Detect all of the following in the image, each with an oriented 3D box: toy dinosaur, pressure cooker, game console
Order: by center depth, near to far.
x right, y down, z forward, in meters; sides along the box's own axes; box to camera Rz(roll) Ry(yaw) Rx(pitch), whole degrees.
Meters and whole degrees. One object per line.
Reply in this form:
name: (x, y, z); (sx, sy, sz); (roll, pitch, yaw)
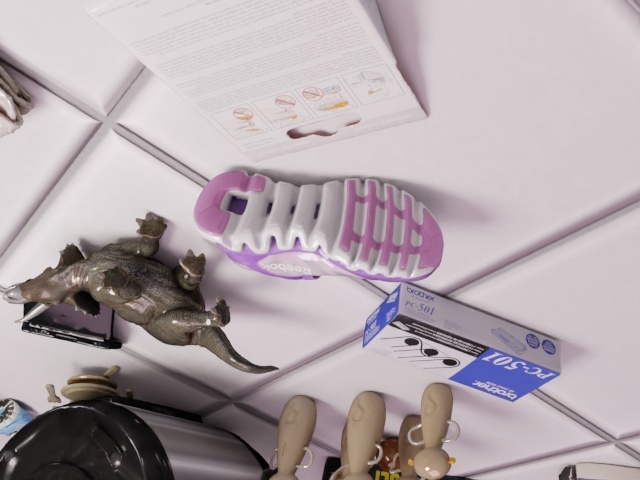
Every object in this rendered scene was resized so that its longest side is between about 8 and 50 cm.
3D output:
toy dinosaur: (-0.188, 0.064, 0.793); (0.313, 0.121, 0.160); (22, 152, -20)
game console: (-0.333, 0.102, 0.933); (0.122, 0.071, 0.107); (13, 171, 0)
pressure cooker: (-0.255, 0.449, 1.024); (0.369, 0.376, 0.420); (16, 168, 35)

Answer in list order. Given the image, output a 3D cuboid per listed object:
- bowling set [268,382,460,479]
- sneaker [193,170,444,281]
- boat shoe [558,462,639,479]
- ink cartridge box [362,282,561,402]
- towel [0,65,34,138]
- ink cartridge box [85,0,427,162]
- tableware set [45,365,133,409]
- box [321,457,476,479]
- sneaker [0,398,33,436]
bowling set: (0.087, 0.322, 0.977); (0.287, 0.154, 0.200); (-14, 134, 29)
sneaker: (0.000, 0.000, 0.666); (0.236, 0.095, 0.104); (9, 148, 12)
boat shoe: (0.522, 0.418, 0.977); (0.340, 0.158, 0.127); (-4, 139, 20)
ink cartridge box: (0.163, 0.122, 0.799); (0.207, 0.046, 0.097); (21, 142, -11)
towel: (-0.420, -0.139, 0.631); (0.282, 0.049, 0.187); (-14, 134, 29)
ink cartridge box: (-0.036, -0.151, 0.532); (0.181, 0.056, 0.224); (-10, 155, 25)
tableware set: (-0.365, 0.251, 1.104); (0.128, 0.039, 0.194); (7, 148, -12)
box: (0.160, 0.496, 1.234); (0.321, 0.079, 0.257); (7, 139, 6)
sneaker: (-0.588, 0.337, 1.247); (0.162, 0.063, 0.073); (-15, 138, 30)
